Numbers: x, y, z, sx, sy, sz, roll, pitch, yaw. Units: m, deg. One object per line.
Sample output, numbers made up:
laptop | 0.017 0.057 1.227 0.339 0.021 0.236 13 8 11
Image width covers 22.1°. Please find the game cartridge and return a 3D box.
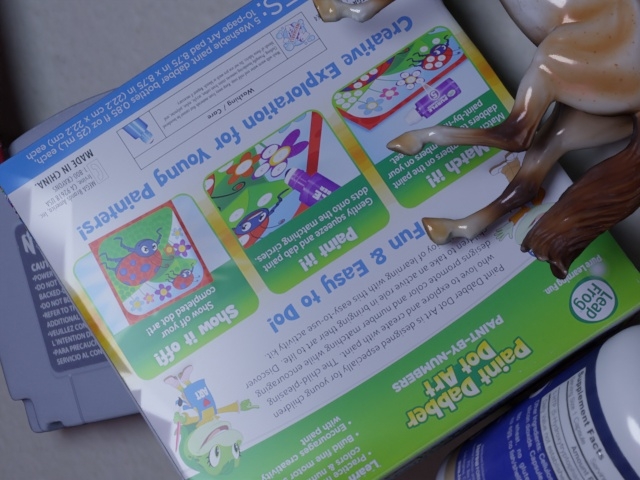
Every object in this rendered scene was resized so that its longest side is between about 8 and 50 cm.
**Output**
game cartridge | -0.094 0.002 0.994 0.294 0.060 0.196 -14 95 36

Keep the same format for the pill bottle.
pill bottle | 0.155 0.107 0.804 0.187 0.112 0.112 -40 76 33

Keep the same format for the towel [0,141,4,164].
towel | -0.280 -0.173 1.071 0.199 0.031 0.274 -6 97 52

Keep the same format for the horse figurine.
horse figurine | 0.097 -0.109 0.801 0.174 0.066 0.263 -26 75 2

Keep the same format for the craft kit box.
craft kit box | 0.000 0.000 0.845 0.250 0.061 0.246 -33 75 -2
